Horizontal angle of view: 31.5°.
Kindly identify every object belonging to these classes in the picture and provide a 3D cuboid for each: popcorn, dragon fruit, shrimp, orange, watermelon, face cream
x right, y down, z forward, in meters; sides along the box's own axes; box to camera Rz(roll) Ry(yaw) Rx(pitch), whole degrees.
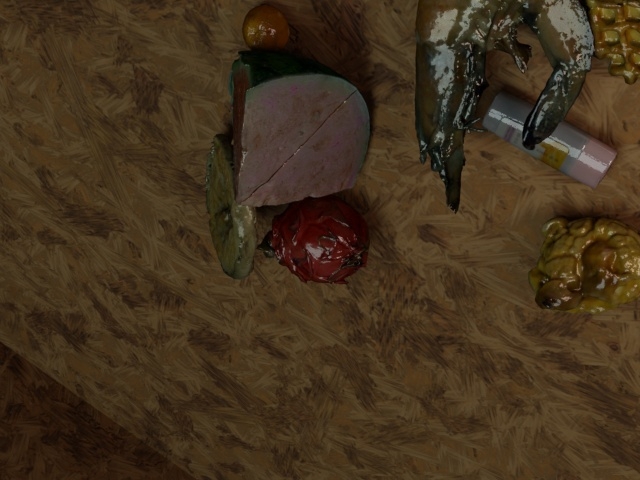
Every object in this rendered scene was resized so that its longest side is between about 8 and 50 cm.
[{"bbox_3d":[0.421,0.039,1.778,0.194,0.163,0.140,-26,137,19],"label":"popcorn"},{"bbox_3d":[0.000,0.000,2.068,0.209,0.172,0.172,14,139,24],"label":"dragon fruit"},{"bbox_3d":[0.246,-0.219,1.615,0.272,0.085,0.445,27,129,26],"label":"shrimp"},{"bbox_3d":[-0.088,-0.341,1.840,0.083,0.070,0.083,17,124,26],"label":"orange"},{"bbox_3d":[-0.081,-0.210,1.859,0.222,0.319,0.292,40,133,31],"label":"watermelon"},{"bbox_3d":[0.340,-0.150,1.694,0.198,0.057,0.084,31,148,10],"label":"face cream"}]

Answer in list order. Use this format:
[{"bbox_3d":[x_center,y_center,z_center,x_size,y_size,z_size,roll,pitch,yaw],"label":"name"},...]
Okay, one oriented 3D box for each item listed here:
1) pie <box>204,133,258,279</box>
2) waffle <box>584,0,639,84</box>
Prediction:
[{"bbox_3d":[-0.170,-0.062,2.111,0.274,0.055,0.274,171,90,-75],"label":"pie"},{"bbox_3d":[0.458,-0.283,1.445,0.249,0.056,0.253,32,147,8],"label":"waffle"}]
